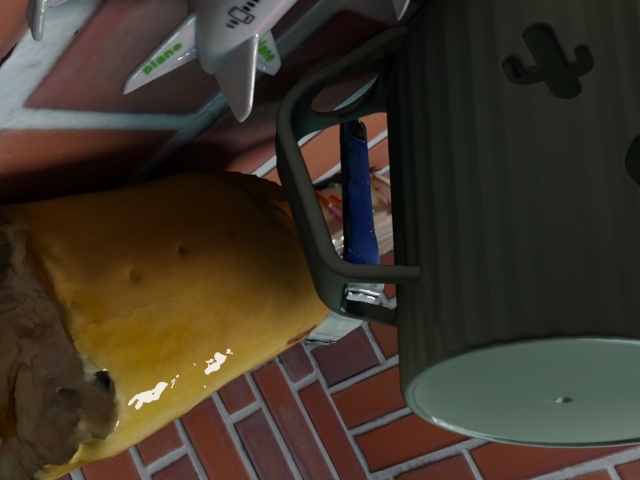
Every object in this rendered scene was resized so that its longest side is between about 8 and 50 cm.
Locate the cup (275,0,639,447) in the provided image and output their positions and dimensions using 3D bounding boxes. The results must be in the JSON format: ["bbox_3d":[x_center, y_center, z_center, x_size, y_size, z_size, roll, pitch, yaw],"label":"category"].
[{"bbox_3d":[0.171,-0.029,0.623,0.401,0.392,0.310,-9,144,25],"label":"cup"}]

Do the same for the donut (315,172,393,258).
[{"bbox_3d":[0.000,0.000,1.225,0.382,0.142,0.382,-28,171,-5],"label":"donut"}]

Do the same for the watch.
[{"bbox_3d":[-0.025,0.010,0.855,0.068,0.274,0.276,12,148,-31],"label":"watch"}]

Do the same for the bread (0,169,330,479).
[{"bbox_3d":[-0.196,0.066,0.707,0.394,0.250,0.361,-24,174,-46],"label":"bread"}]

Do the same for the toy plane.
[{"bbox_3d":[-0.021,-0.166,0.325,0.251,0.101,0.255,-20,165,-39],"label":"toy plane"}]
